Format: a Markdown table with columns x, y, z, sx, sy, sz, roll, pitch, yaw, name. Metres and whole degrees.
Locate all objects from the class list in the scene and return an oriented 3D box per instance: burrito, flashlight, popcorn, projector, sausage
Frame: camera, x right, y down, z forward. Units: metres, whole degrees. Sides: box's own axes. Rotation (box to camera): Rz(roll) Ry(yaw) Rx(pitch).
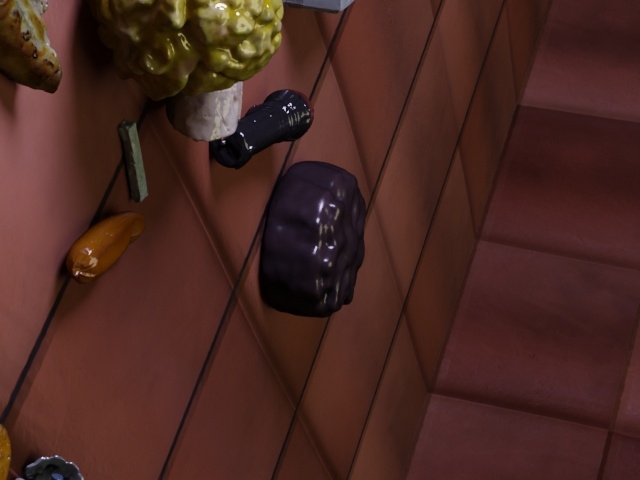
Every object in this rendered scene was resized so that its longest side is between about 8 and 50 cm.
| x | y | z | sx | sy | sz | roll | pitch | yaw | name |
| --- | --- | --- | --- | --- | --- | --- | --- | --- | --- |
| -0.147 | -0.282 | 1.812 | 0.143 | 0.105 | 0.299 | -159 | -104 | -79 | burrito |
| -0.096 | -0.177 | 2.095 | 0.232 | 0.093 | 0.093 | -34 | 132 | -57 | flashlight |
| -0.172 | -0.289 | 1.621 | 0.212 | 0.259 | 0.259 | -50 | 149 | -29 | popcorn |
| 0.007 | -0.426 | 2.193 | 0.147 | 0.115 | 0.061 | -52 | 150 | -54 | projector |
| -0.276 | 0.003 | 1.704 | 0.062 | 0.054 | 0.183 | -53 | 180 | 33 | sausage |

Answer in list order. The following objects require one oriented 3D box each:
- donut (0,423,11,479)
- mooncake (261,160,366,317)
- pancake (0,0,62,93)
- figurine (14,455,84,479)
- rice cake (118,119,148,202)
| x | y | z | sx | sy | sz | roll | pitch | yaw | name |
| --- | --- | --- | --- | --- | --- | --- | --- | --- | --- |
| -0.394 | 0.261 | 1.516 | 0.108 | 0.043 | 0.097 | -53 | 148 | -55 | donut |
| 0.000 | 0.000 | 2.378 | 0.283 | 0.141 | 0.283 | 10 | 90 | -74 | mooncake |
| -0.320 | -0.322 | 1.393 | 0.197 | 0.054 | 0.377 | -60 | 155 | -46 | pancake |
| -0.340 | 0.317 | 1.658 | 0.086 | 0.094 | 0.082 | -54 | -156 | 8 | figurine |
| -0.249 | -0.105 | 1.772 | 0.022 | 0.021 | 0.121 | -52 | 145 | -45 | rice cake |
